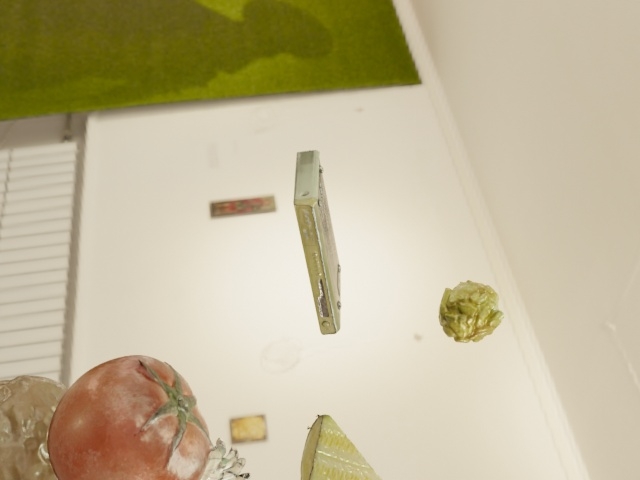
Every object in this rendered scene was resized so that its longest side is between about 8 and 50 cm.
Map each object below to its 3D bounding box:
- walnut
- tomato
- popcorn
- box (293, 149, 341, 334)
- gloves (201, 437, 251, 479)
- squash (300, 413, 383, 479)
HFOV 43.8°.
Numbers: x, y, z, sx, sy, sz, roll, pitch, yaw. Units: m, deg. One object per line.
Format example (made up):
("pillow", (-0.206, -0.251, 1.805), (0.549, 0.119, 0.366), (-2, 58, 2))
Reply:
("walnut", (-0.556, 0.389, 1.514), (0.273, 0.227, 0.273), (21, -64, 52))
("tomato", (-0.318, 0.330, 1.314), (0.265, 0.264, 0.265), (173, -90, -86))
("popcorn", (0.271, 0.126, 1.439), (0.106, 0.116, 0.121), (-88, -174, -51))
("box", (-0.001, 0.000, 1.378), (0.211, 0.045, 0.270), (-87, 168, -59))
("gloves", (-0.241, 0.501, 1.738), (0.128, 0.212, 0.111), (-67, -158, 0))
("squash", (0.098, 0.532, 1.845), (0.111, 0.288, 0.203), (150, -45, -70))
